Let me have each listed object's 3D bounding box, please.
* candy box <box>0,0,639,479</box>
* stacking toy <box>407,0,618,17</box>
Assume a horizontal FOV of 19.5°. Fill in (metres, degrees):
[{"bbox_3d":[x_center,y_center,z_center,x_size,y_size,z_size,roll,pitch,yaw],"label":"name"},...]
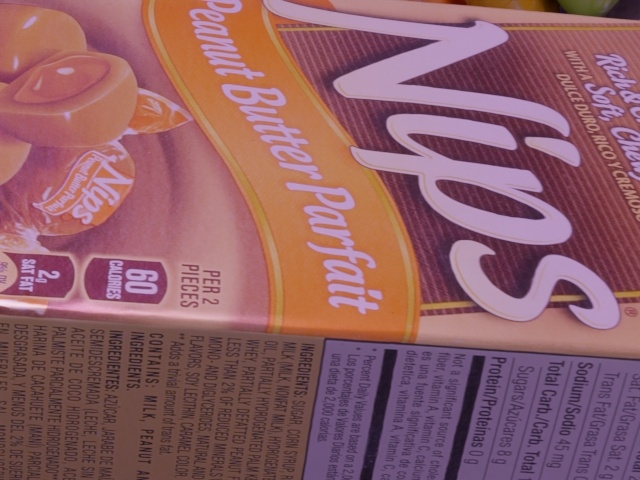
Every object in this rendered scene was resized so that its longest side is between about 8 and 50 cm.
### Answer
[{"bbox_3d":[0.000,0.000,0.594,0.183,0.316,0.087,-94,10,-51],"label":"candy box"},{"bbox_3d":[0.098,-0.151,0.800,0.302,0.165,0.175,-17,40,19],"label":"stacking toy"}]
